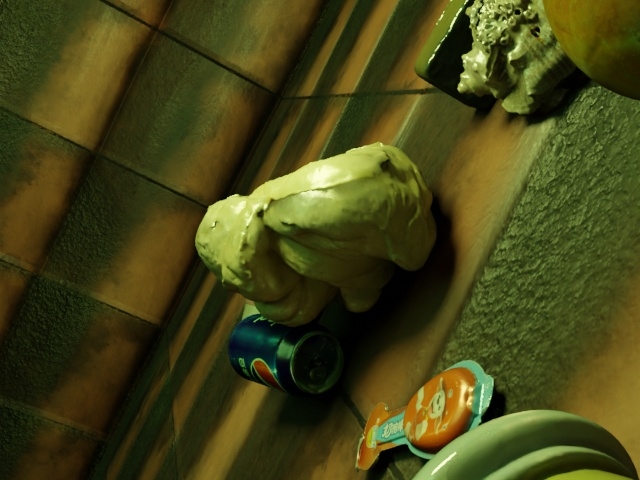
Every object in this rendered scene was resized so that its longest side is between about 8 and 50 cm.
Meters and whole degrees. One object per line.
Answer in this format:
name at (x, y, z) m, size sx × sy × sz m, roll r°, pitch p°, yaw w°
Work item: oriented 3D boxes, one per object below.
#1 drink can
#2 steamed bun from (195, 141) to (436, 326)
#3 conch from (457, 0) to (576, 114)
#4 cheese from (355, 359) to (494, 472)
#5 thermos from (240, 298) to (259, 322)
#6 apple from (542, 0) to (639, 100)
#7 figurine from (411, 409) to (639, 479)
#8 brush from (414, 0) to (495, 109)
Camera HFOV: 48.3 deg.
drink can at (-0.057, 0.180, 1.136) m, size 0.205 × 0.118 × 0.118 m, roll -2°, pitch 62°, yaw 56°
steamed bun at (-0.001, 0.000, 1.039) m, size 0.372 × 0.230 × 0.325 m, roll -16°, pitch 4°, yaw 27°
conch at (0.269, -0.255, 0.876) m, size 0.245 × 0.163 × 0.178 m, roll -36°, pitch 61°, yaw 25°
cheese at (0.108, 0.200, 0.794) m, size 0.256 × 0.037 × 0.106 m, roll -40°, pitch 27°, yaw 52°
thermos at (-0.063, 0.085, 1.320) m, size 0.265 × 0.146 × 0.176 m, roll -68°, pitch -24°, yaw -10°
apple at (0.307, -0.232, 0.601) m, size 0.237 × 0.207 × 0.237 m, roll -31°, pitch 40°, yaw 30°
figurine at (0.207, 0.197, 0.361) m, size 0.381 × 0.225 × 0.205 m, roll -11°, pitch 27°, yaw 40°
brush at (0.231, -0.291, 1.003) m, size 0.197 × 0.123 × 0.059 m, roll -60°, pitch 20°, yaw 16°
